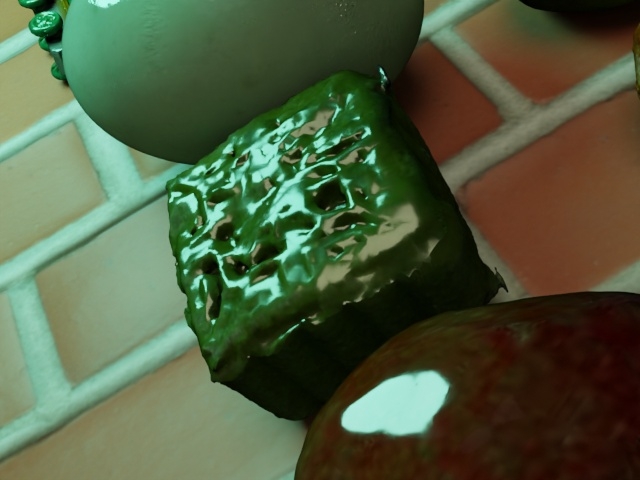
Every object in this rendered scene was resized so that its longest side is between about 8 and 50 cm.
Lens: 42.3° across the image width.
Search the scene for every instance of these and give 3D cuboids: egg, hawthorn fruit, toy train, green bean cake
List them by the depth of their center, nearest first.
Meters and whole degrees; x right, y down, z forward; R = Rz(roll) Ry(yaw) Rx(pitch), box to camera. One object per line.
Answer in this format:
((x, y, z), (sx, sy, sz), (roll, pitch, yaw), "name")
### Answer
((0.137, 0.164, 0.517), (0.308, 0.308, 0.324), (8, 50, 25), "hawthorn fruit")
((0.000, 0.000, 0.737), (0.247, 0.156, 0.250), (-30, 46, 12), "green bean cake")
((-0.084, -0.221, 0.874), (0.389, 0.276, 0.276), (-10, 54, 10), "egg")
((-0.334, -0.306, 1.151), (0.136, 0.091, 0.227), (-26, 51, -12), "toy train")

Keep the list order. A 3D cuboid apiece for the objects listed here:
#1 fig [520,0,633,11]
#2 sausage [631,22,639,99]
((0.323, -0.327, 0.859), (0.275, 0.206, 0.206), (20, 65, 17), "fig")
((0.411, -0.192, 0.746), (0.268, 0.153, 0.141), (-28, 37, -3), "sausage")
